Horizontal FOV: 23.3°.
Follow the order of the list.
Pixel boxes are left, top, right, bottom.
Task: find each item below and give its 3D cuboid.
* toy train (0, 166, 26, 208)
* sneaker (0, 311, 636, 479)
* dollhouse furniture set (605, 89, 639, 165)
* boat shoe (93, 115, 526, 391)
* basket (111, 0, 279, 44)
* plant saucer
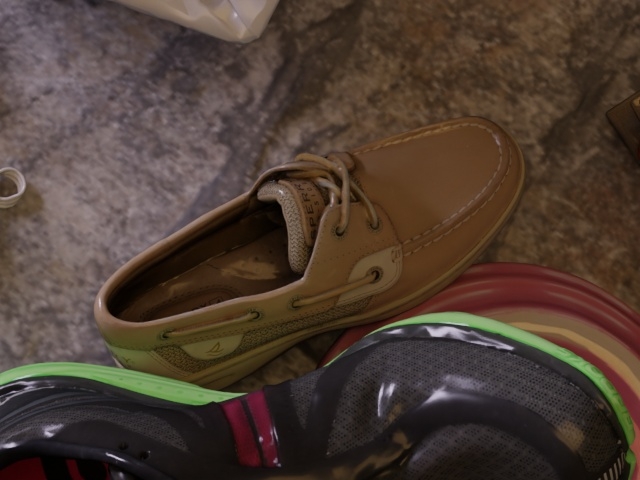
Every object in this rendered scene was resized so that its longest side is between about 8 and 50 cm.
[{"bbox_3d":[-0.291,-0.089,1.137,0.125,0.046,0.166,-27,86,-11],"label":"toy train"},{"bbox_3d":[-0.039,0.170,0.982,0.483,0.202,0.185,-9,111,19],"label":"sneaker"},{"bbox_3d":[0.370,-0.111,1.124,0.259,0.262,0.135,-33,91,-9],"label":"dollhouse furniture set"},{"bbox_3d":[0.000,0.000,1.116,0.341,0.110,0.121,-31,60,-10],"label":"boat shoe"},{"bbox_3d":[-0.137,-0.348,1.019,0.331,0.266,0.328,21,105,-13],"label":"basket"},{"bbox_3d":[0.142,0.177,1.144,0.332,0.084,0.332,1,81,-8],"label":"plant saucer"}]
